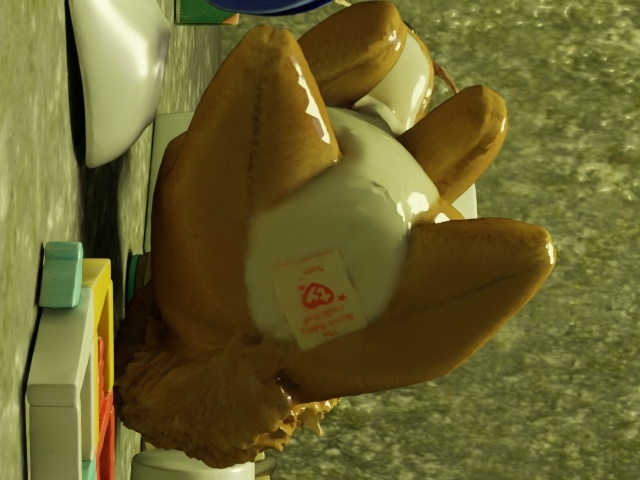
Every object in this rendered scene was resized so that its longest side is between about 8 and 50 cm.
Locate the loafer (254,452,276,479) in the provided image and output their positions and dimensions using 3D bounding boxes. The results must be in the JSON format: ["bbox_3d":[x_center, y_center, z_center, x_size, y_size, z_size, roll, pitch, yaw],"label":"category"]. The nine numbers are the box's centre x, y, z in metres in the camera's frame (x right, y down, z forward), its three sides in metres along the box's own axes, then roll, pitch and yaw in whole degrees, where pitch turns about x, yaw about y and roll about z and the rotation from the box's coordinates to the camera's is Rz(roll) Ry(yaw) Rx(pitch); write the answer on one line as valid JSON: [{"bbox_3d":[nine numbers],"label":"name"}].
[{"bbox_3d":[-0.120,0.328,2.149,0.366,0.133,0.130,94,-4,-76],"label":"loafer"}]

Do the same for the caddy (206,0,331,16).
[{"bbox_3d":[-0.006,-0.331,1.479,0.241,0.341,0.179,57,11,-6],"label":"caddy"}]

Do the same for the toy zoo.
[{"bbox_3d":[-0.150,0.138,1.103,0.192,0.030,0.293,-91,-177,-70],"label":"toy zoo"}]

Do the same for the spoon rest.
[{"bbox_3d":[-0.133,-0.159,1.174,0.276,0.084,0.137,114,-17,-51],"label":"spoon rest"}]

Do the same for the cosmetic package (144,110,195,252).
[{"bbox_3d":[-0.089,-0.025,1.866,0.151,0.151,0.184,74,13,-52],"label":"cosmetic package"}]

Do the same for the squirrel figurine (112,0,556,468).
[{"bbox_3d":[-0.027,-0.018,1.450,0.397,0.281,0.370,-56,-164,21],"label":"squirrel figurine"}]

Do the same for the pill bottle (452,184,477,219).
[{"bbox_3d":[0.000,0.000,2.156,0.204,0.361,0.204,-179,-90,-89],"label":"pill bottle"}]

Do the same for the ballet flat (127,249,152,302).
[{"bbox_3d":[-0.104,0.099,1.737,0.342,0.124,0.116,85,9,-64],"label":"ballet flat"}]

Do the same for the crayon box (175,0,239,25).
[{"bbox_3d":[-0.132,-0.440,2.178,0.202,0.081,0.319,-90,-179,-66],"label":"crayon box"}]

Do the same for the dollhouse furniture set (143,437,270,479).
[{"bbox_3d":[-0.123,0.271,1.832,0.123,0.144,0.151,111,-34,-73],"label":"dollhouse furniture set"}]

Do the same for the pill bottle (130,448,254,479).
[{"bbox_3d":[-0.107,0.298,1.471,0.136,0.136,0.246,-100,-169,-85],"label":"pill bottle"}]
